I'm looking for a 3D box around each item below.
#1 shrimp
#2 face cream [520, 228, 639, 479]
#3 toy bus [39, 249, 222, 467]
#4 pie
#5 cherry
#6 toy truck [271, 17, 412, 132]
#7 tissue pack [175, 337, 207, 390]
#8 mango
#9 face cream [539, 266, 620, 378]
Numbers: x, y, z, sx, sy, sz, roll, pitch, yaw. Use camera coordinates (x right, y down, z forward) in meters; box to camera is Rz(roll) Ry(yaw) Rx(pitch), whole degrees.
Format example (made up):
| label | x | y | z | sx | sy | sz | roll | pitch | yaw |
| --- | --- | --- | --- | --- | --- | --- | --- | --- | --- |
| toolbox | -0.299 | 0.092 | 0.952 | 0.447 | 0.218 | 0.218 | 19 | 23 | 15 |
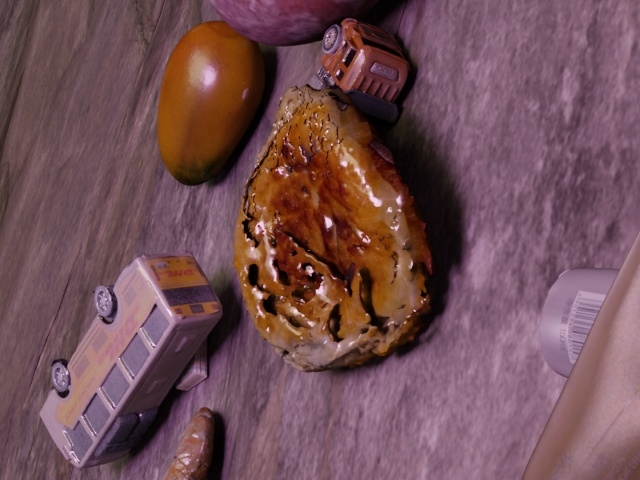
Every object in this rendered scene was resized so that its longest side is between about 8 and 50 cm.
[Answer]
| label | x | y | z | sx | sy | sz | roll | pitch | yaw |
| --- | --- | --- | --- | --- | --- | --- | --- | --- | --- |
| shrimp | -0.173 | 0.301 | 1.403 | 0.126 | 0.047 | 0.223 | -47 | 21 | 60 |
| face cream | 0.212 | 0.111 | 0.794 | 0.137 | 0.084 | 0.341 | 48 | 138 | 30 |
| toy bus | -0.245 | 0.153 | 1.515 | 0.138 | 0.097 | 0.342 | 54 | 129 | 25 |
| pie | 0.001 | 0.000 | 1.205 | 0.308 | 0.085 | 0.308 | 6 | 98 | 49 |
| cherry | -0.023 | -0.330 | 1.335 | 0.285 | 0.213 | 0.236 | -6 | 57 | 55 |
| toy truck | 0.022 | -0.140 | 1.310 | 0.192 | 0.083 | 0.092 | -59 | 34 | 23 |
| tissue pack | -0.166 | 0.132 | 1.523 | 0.056 | 0.023 | 0.108 | -39 | 45 | 44 |
| mango | -0.150 | -0.183 | 1.562 | 0.221 | 0.120 | 0.151 | -65 | 33 | 27 |
| face cream | 0.268 | 0.078 | 0.828 | 0.269 | 0.073 | 0.107 | 9 | 99 | 59 |
